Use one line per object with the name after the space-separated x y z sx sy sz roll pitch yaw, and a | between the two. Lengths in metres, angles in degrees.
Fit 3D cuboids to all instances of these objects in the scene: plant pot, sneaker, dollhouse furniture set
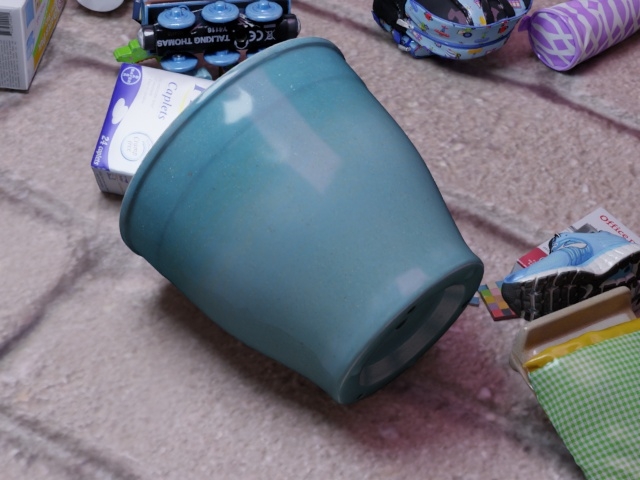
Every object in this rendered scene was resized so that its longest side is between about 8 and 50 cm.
0.000 0.000 1.349 0.271 0.272 0.255 -30 67 -34 | plant pot
0.231 0.030 1.401 0.162 0.063 0.073 -15 39 -31 | sneaker
0.346 0.095 1.316 0.301 0.151 0.198 -19 63 -28 | dollhouse furniture set

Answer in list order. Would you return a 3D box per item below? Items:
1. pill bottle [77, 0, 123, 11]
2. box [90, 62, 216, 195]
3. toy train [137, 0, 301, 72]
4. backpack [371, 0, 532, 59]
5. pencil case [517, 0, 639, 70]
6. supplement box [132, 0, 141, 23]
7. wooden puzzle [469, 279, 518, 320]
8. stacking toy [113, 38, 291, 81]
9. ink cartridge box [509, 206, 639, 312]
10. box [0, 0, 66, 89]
-0.251 -0.363 1.830 0.103 0.103 0.184 10 41 4 | pill bottle
-0.154 -0.105 1.539 0.137 0.072 0.126 12 70 6 | box
-0.117 -0.245 1.664 0.184 0.080 0.105 -7 36 -11 | toy train
0.163 -0.279 1.778 0.158 0.117 0.173 -20 47 -28 | backpack
0.345 -0.283 1.829 0.206 0.086 0.088 -31 66 -35 | pencil case
-0.175 -0.283 1.756 0.083 0.056 0.083 6 3 0 | supplement box
0.188 0.058 1.482 0.083 0.006 0.049 -8 43 -16 | wooden puzzle
-0.109 -0.178 1.684 0.221 0.052 0.167 -11 42 -16 | stacking toy
0.266 0.037 1.471 0.135 0.056 0.099 -30 60 -34 | ink cartridge box
-0.367 -0.279 1.710 0.103 0.114 0.203 6 41 2 | box
